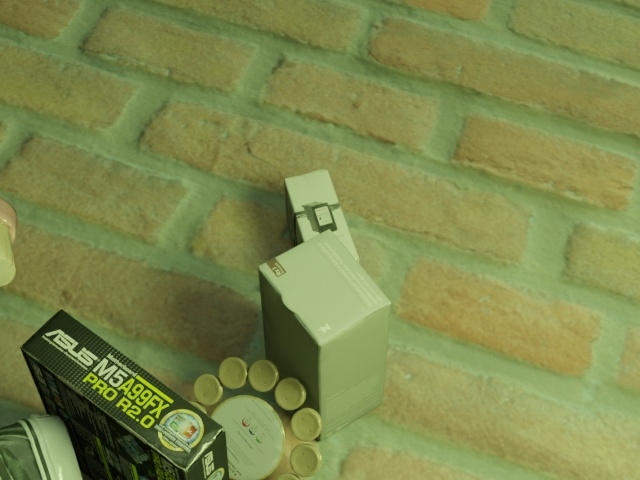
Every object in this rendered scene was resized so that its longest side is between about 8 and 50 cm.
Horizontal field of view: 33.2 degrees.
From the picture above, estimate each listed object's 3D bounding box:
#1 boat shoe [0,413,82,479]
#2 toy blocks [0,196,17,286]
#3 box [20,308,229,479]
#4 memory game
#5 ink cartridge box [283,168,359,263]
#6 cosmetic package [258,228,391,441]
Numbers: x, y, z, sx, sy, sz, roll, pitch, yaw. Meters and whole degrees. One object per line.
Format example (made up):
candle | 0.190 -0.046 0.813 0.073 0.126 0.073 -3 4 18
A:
boat shoe | -0.279 0.346 1.081 0.119 0.121 0.335 -14 73 -28
toy blocks | -0.555 0.014 1.261 0.289 0.309 0.260 29 18 -34
box | -0.195 0.214 1.127 0.216 0.270 0.060 31 60 19
memory game | -0.082 0.225 1.219 0.186 0.012 0.186 -1 86 21
ink cartridge box | 0.000 0.000 1.390 0.063 0.109 0.150 -13 56 -8
cosmetic package | 0.004 0.114 1.229 0.107 0.238 0.127 -27 60 -21
